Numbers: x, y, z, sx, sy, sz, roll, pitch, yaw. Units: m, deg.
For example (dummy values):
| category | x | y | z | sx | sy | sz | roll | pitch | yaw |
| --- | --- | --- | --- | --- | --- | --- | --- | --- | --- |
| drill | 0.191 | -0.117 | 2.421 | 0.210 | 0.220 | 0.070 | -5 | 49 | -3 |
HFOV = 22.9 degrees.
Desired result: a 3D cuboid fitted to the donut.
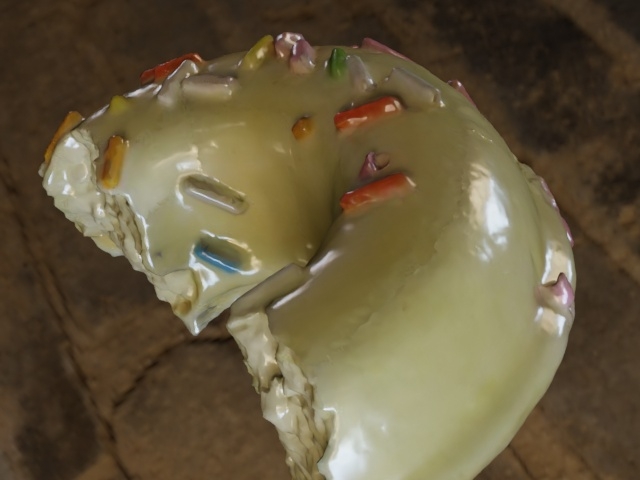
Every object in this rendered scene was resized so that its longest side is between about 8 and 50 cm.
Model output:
| category | x | y | z | sx | sy | sz | roll | pitch | yaw |
| --- | --- | --- | --- | --- | --- | --- | --- | --- | --- |
| donut | 0.002 | -0.004 | 0.400 | 0.108 | 0.065 | 0.166 | -33 | -140 | -8 |
